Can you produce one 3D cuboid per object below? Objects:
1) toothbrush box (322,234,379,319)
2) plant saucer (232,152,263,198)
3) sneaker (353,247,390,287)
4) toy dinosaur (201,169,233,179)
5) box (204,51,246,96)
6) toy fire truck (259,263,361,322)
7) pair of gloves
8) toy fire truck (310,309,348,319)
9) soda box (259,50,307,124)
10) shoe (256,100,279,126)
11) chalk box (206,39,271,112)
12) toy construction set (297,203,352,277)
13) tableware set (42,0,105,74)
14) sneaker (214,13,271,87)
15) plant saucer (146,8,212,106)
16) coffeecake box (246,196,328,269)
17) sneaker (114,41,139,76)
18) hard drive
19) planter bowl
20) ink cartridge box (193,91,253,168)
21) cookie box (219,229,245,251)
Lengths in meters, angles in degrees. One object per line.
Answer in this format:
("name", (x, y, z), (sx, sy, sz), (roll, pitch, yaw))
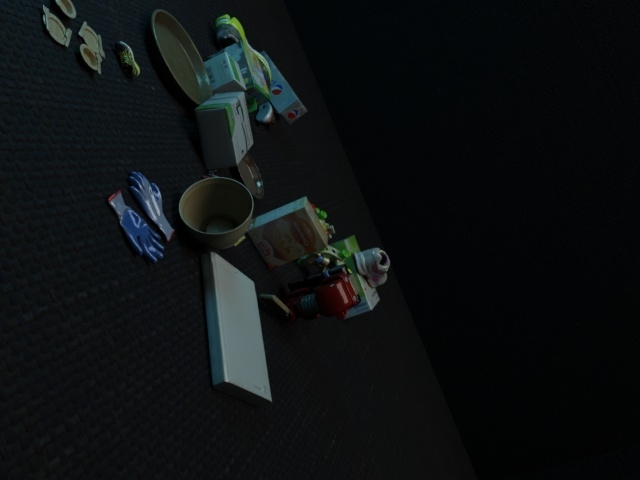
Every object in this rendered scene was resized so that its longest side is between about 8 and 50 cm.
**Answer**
("toothbrush box", (0.110, 0.136, 2.357), (0.206, 0.122, 0.283), (-20, 90, -75))
("plant saucer", (-0.222, -0.198, 1.829), (0.168, 0.029, 0.168), (-22, 90, -76))
("sneaker", (0.216, 0.101, 2.320), (0.252, 0.111, 0.102), (40, 32, -61))
("toy dinosaur", (-0.272, -0.144, 1.598), (0.090, 0.047, 0.082), (-35, 116, -41))
("box", (-0.293, -0.485, 1.832), (0.087, 0.102, 0.101), (27, 42, -71))
("toy fire truck", (-0.036, 0.160, 1.668), (0.246, 0.217, 0.158), (-39, 108, -59))
("pair of gloves", (-0.344, -0.050, 1.205), (0.198, 0.023, 0.159), (-80, 146, -62))
("toy fire truck", (0.018, 0.190, 1.924), (0.192, 0.135, 0.047), (-82, 147, -62))
("soda box", (-0.165, -0.571, 2.293), (0.286, 0.091, 0.098), (57, 8, 25))
("shoe", (-0.186, -0.448, 2.234), (0.081, 0.064, 0.178), (53, 16, -29))
("chalk box", (-0.250, -0.490, 1.936), (0.132, 0.133, 0.212), (21, 50, -70))
("toy construction set", (0.000, 0.000, 2.097), (0.215, 0.151, 0.327), (33, 21, -23))
("tableware set", (-0.485, -0.412, 1.217), (0.168, 0.020, 0.141), (49, 24, -51))
("sneaker", (-0.276, -0.627, 2.129), (0.300, 0.111, 0.121), (49, 34, -39))
("plant saucer", (-0.379, -0.480, 1.645), (0.277, 0.041, 0.277), (58, 18, -31))
("coffeecake box", (-0.093, -0.019, 1.726), (0.142, 0.186, 0.068), (61, 17, -27))
("sneaker", (-0.432, -0.403, 1.365), (0.083, 0.031, 0.035), (62, 17, -24))
("hard drive", (-0.189, 0.199, 1.371), (0.203, 0.040, 0.307), (47, 25, -54))
("planter bowl", (-0.231, -0.047, 1.385), (0.109, 0.162, 0.162), (95, -13, -54))
("ink cartridge box", (-0.257, -0.303, 1.658), (0.219, 0.093, 0.160), (-76, 160, -65))
("cookie box", (-0.237, -0.037, 1.526), (0.092, 0.040, 0.107), (-56, 124, -73))
